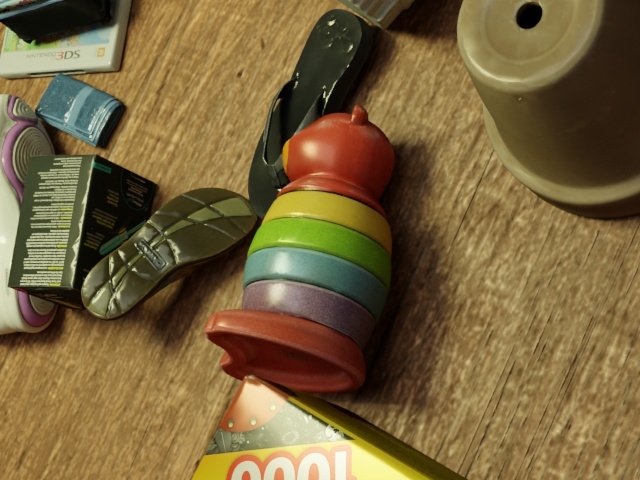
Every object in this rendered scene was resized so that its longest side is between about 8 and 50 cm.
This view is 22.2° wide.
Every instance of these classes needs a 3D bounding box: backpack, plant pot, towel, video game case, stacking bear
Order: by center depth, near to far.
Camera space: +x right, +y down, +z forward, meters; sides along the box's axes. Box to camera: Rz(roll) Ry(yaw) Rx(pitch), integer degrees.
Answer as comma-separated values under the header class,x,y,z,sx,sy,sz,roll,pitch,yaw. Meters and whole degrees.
class,x,y,z,sx,sy,sz,roll,pitch,yaw
plant pot,0.245,-0.177,1.568,0.263,0.229,0.263,-12,67,29
stacking bear,0.000,0.000,1.714,0.164,0.175,0.289,10,69,10
towel,-0.301,-0.164,2.030,0.119,0.029,0.067,26,88,36
backpack,-0.338,-0.352,2.035,0.158,0.117,0.173,-8,68,29
video game case,-0.321,-0.315,2.096,0.193,0.023,0.212,0,74,32

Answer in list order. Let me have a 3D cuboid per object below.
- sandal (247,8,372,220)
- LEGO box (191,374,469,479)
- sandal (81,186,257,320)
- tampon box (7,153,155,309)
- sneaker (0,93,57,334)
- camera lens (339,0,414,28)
class,x,y,z,sx,sy,sz,roll,pitch,yaw
sandal,-0.025,-0.140,1.822,0.097,0.054,0.255,22,94,37
LEGO box,0.071,0.405,1.507,0.500,0.193,0.373,26,89,36
sandal,-0.171,0.019,1.851,0.219,0.060,0.090,-39,73,-9
tampon box,-0.279,-0.007,1.909,0.101,0.120,0.161,0,75,31
sneaker,-0.403,-0.031,1.994,0.152,0.114,0.305,-12,71,30
camera lens,0.068,-0.396,1.756,0.219,0.219,0.274,39,97,35
